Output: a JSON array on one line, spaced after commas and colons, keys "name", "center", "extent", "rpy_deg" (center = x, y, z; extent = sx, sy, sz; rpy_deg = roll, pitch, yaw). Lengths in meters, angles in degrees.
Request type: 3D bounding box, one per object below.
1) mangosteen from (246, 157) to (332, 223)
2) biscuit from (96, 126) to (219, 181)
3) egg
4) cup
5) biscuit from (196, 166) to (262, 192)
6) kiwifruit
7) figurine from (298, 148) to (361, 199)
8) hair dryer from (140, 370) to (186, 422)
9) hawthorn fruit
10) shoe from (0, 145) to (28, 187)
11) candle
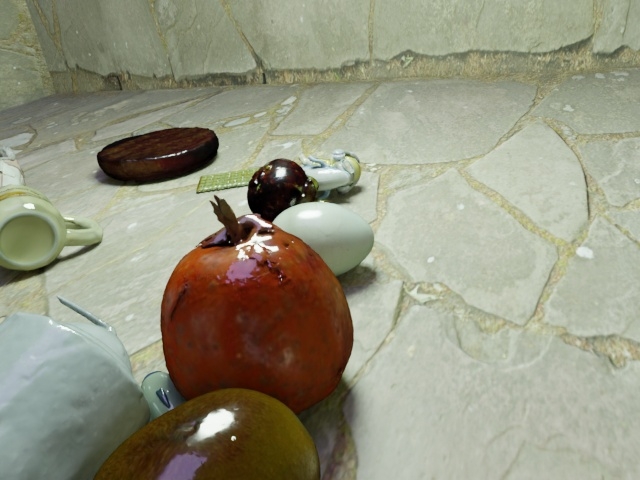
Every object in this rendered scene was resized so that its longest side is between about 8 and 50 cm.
[{"name": "mangosteen", "center": [-0.088, -0.108, 1.293], "extent": [0.173, 0.184, 0.172], "rpy_deg": [-17, 60, 32]}, {"name": "biscuit", "center": [-0.545, -0.297, 1.827], "extent": [0.408, 0.091, 0.407], "rpy_deg": [-7, 25, 3]}, {"name": "egg", "center": [0.000, 0.000, 1.043], "extent": [0.210, 0.151, 0.151], "rpy_deg": [-4, 27, -3]}, {"name": "cup", "center": [-0.670, -0.013, 1.271], "extent": [0.202, 0.255, 0.173], "rpy_deg": [28, 85, 50]}, {"name": "biscuit", "center": [-0.255, -0.187, 1.620], "extent": [0.232, 0.016, 0.139], "rpy_deg": [-8, 26, -3]}, {"name": "kiwifruit", "center": [-0.107, 0.252, 0.536], "extent": [0.234, 0.195, 0.196], "rpy_deg": [-22, 30, -39]}, {"name": "figurine", "center": [0.012, -0.181, 1.428], "extent": [0.184, 0.128, 0.209], "rpy_deg": [-19, 25, -27]}, {"name": "hair dryer", "center": [-0.233, 0.271, 0.688], "extent": [0.167, 0.067, 0.199], "rpy_deg": [23, 50, 36]}, {"name": "hawthorn fruit", "center": [-0.096, 0.084, 0.728], "extent": [0.276, 0.307, 0.276], "rpy_deg": [-6, 24, 3]}, {"name": "shoe", "center": [-0.912, -0.132, 1.469], "extent": [0.172, 0.197, 0.351], "rpy_deg": [-17, 27, -16]}, {"name": "candle", "center": [-0.323, 0.213, 0.579], "extent": [0.222, 0.221, 0.342], "rpy_deg": [7, 43, 26]}]
